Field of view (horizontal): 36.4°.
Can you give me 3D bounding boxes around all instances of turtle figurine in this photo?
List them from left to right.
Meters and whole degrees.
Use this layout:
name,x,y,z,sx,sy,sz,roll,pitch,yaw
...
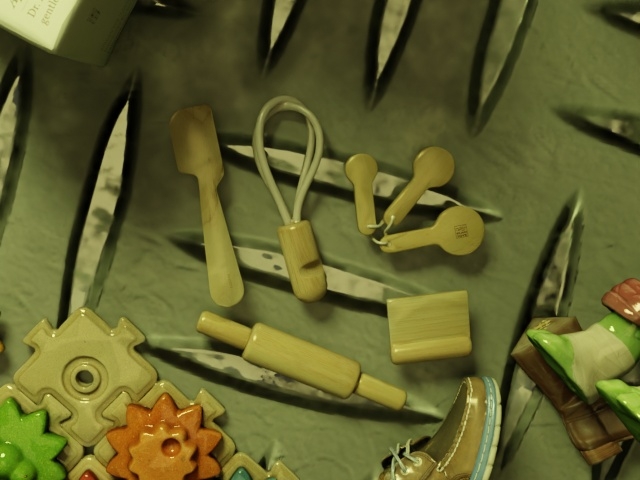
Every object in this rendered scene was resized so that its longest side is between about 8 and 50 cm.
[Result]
name,x,y,z,sx,sy,sz,roll,pitch,yaw
turtle figurine,0.255,-0.011,0.620,0.266,0.274,0.198,-42,60,-3

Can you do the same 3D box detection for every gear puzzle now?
name,x,y,z,sx,sy,sz,roll,pitch,yaw
gear puzzle,-0.172,0.148,0.700,0.339,0.044,0.175,44,93,-7

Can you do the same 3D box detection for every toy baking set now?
name,x,y,z,sx,sy,sz,roll,pitch,yaw
toy baking set,-0.001,0.007,0.702,0.256,0.030,0.196,18,93,-5

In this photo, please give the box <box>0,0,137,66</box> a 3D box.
name,x,y,z,sx,sy,sz,roll,pitch,yaw
box,-0.155,-0.213,0.589,0.119,0.182,0.181,29,95,-8

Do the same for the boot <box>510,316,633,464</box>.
name,x,y,z,sx,sy,sz,roll,pitch,yaw
boot,0.209,0.093,0.718,0.106,0.037,0.114,-33,93,-1

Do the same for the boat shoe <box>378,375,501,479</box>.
name,x,y,z,sx,sy,sz,roll,pitch,yaw
boat shoe,0.076,0.179,0.705,0.066,0.066,0.183,19,96,-3
